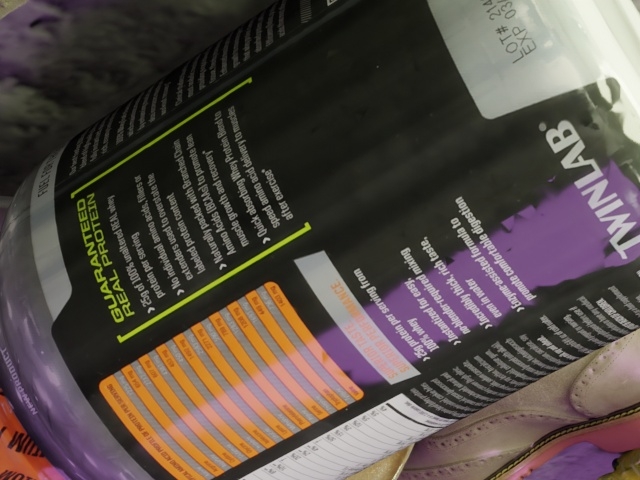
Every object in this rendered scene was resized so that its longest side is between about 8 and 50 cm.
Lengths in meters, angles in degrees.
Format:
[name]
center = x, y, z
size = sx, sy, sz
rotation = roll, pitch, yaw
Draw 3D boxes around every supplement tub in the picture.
[supplement tub]
center = 0.000, 0.000, 0.591
size = 0.316, 0.193, 0.193
rotation = -30, 146, 20

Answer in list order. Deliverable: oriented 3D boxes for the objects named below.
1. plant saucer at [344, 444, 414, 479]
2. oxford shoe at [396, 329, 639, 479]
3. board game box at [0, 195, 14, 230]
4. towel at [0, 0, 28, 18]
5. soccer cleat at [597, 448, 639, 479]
[plant saucer]
center = -0.008, 0.098, 0.863
size = 0.036, 0.198, 0.198
rotation = 16, 172, 43
[oxford shoe]
center = 0.118, 0.096, 0.964
size = 0.130, 0.123, 0.348
rotation = 40, 134, -20
[board game box]
center = -0.265, 0.137, 0.725
size = 0.390, 0.050, 0.390
rotation = 4, 118, -35
[towel]
center = -0.166, -0.120, 0.547
size = 0.148, 0.027, 0.110
rotation = -27, 145, 35
[soccer cleat]
center = 0.305, 0.207, 1.203
size = 0.121, 0.093, 0.289
rotation = -5, 152, 10
